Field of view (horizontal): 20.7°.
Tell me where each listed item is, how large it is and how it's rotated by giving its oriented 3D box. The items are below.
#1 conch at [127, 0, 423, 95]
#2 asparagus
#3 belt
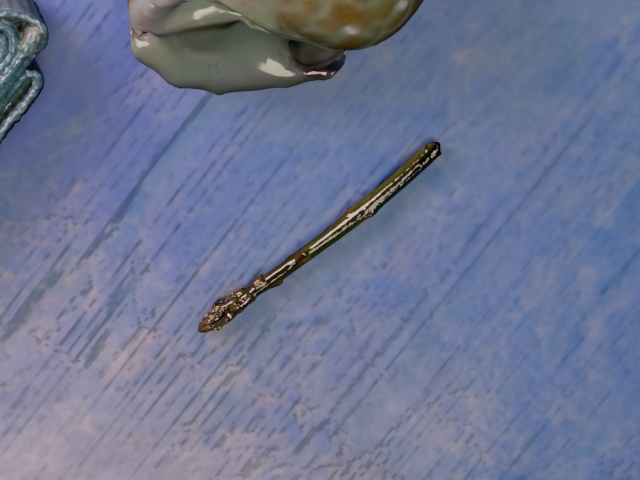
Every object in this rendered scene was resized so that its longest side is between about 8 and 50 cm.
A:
[{"bbox_3d":[-0.014,-0.136,0.855,0.173,0.106,0.116,-24,133,20],"label":"conch"},{"bbox_3d":[0.000,0.000,0.946,0.166,0.016,0.013,-38,150,5],"label":"asparagus"},{"bbox_3d":[-0.212,-0.058,0.876,0.100,0.065,0.179,37,98,-26],"label":"belt"}]
